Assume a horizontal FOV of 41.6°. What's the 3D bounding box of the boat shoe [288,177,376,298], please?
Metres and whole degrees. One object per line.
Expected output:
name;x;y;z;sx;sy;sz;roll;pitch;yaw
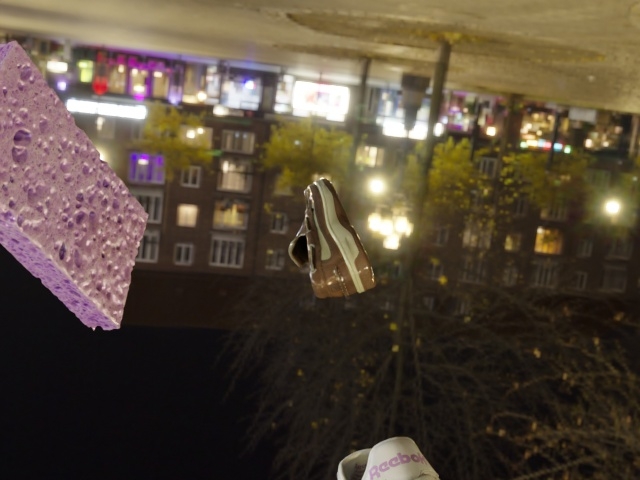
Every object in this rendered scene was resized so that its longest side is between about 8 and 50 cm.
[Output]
boat shoe;-0.003;-0.006;1.169;0.095;0.095;0.257;-23;-152;0

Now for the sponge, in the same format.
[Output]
sponge;-0.202;-0.033;0.644;0.031;0.117;0.210;-6;143;19

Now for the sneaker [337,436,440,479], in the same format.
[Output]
sneaker;0.062;0.268;0.726;0.114;0.305;0.152;-9;-123;-15
